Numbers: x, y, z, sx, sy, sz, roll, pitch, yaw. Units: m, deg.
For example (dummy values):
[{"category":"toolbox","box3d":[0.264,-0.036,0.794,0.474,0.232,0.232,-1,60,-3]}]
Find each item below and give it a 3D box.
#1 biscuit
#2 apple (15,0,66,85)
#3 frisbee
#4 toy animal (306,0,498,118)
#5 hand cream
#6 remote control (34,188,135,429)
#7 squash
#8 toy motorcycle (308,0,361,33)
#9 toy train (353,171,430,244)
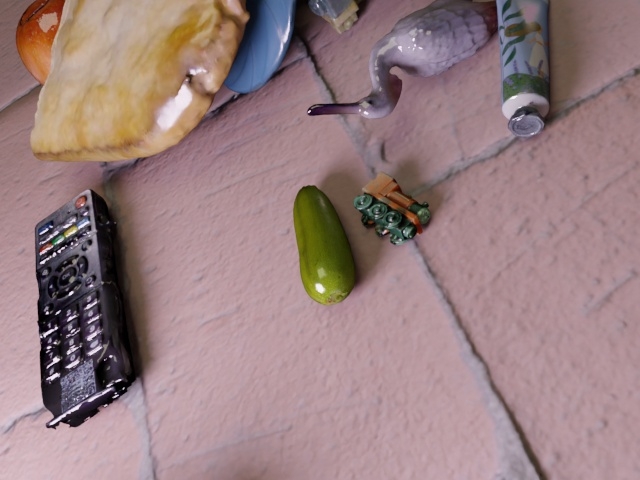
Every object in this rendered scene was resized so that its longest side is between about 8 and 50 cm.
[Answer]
[{"category":"biscuit","box3d":[-0.279,-0.336,1.123,0.446,0.104,0.429,3,80,38]},{"category":"apple","box3d":[-0.492,-0.394,1.376,0.235,0.173,0.210,21,71,41]},{"category":"frisbee","box3d":[-0.135,-0.378,1.110,0.290,0.049,0.289,14,108,51]},{"category":"toy animal","box3d":[0.132,-0.265,0.941,0.195,0.090,0.324,19,72,10]},{"category":"hand cream","box3d":[0.251,-0.239,0.885,0.088,0.055,0.256,14,57,-9]},{"category":"remote control","box3d":[-0.341,0.082,1.020,0.145,0.062,0.398,-31,46,8]},{"category":"squash","box3d":[0.000,0.000,0.871,0.066,0.066,0.201,-27,41,13]},{"category":"toy motorcycle","box3d":[-0.014,-0.480,1.148,0.237,0.169,0.410,-50,47,-6]},{"category":"toy train","box3d":[0.088,-0.038,0.857,0.064,0.044,0.103,-40,46,-14]}]
